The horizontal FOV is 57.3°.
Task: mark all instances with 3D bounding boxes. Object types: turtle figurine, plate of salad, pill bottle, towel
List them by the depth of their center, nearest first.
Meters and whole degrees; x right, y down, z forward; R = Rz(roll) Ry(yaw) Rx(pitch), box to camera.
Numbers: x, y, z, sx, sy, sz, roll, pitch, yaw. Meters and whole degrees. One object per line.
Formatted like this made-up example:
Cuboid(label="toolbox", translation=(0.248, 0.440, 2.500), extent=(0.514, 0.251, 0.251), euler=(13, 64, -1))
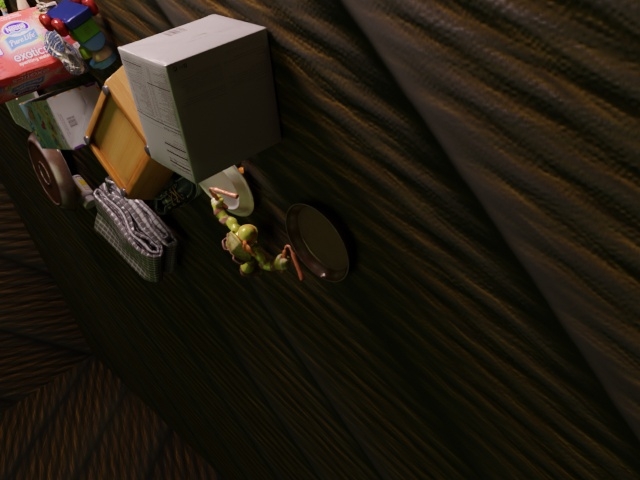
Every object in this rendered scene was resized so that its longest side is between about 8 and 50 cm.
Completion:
Cuboid(label="turtle figurine", translation=(-0.151, 0.019, 1.241), extent=(0.269, 0.087, 0.217), euler=(41, 161, 5))
Cuboid(label="plate of salad", translation=(-0.209, -0.136, 1.247), extent=(0.200, 0.048, 0.199), euler=(33, 151, 21))
Cuboid(label="towel", translation=(-0.537, -0.024, 1.685), extent=(0.283, 0.121, 0.235), euler=(45, 155, 7))
Cuboid(label="pill bottle", translation=(-0.831, -0.168, 2.042), extent=(0.116, 0.065, 0.065), euler=(48, 148, 13))

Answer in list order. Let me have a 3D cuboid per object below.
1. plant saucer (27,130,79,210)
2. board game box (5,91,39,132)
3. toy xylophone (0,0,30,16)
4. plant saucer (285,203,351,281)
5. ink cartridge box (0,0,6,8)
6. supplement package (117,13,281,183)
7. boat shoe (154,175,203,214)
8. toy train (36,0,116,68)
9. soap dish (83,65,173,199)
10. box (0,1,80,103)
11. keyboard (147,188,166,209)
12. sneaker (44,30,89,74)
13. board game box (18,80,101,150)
Cuboid(label="plant saucer", translation=(-0.927, -0.236, 2.012), extent=(0.311, 0.050, 0.310), euler=(33, 137, 37))
Cuboid(label="board game box", translation=(-1.013, -0.542, 1.958), extent=(0.390, 0.050, 0.389), euler=(25, 138, 39))
Cuboid(label="toy xylophone", translation=(-0.821, -0.680, 1.492), extent=(0.236, 0.081, 0.322), euler=(28, 137, 61))
Cuboid(label="plant saucer", translation=(0.000, 0.000, 1.106), extent=(0.168, 0.029, 0.168), euler=(33, 142, 31))
Cuboid(label="ink cartridge box", translation=(-1.061, -0.770, 1.697), extent=(0.171, 0.168, 0.232), euler=(2, 120, 52))
Cuboid(label="supplement package", translation=(-0.194, -0.242, 0.985), extent=(0.149, 0.194, 0.203), euler=(29, 139, 37))
Cuboid(label="boat shoe", translation=(-0.345, -0.111, 1.418), extent=(0.065, 0.083, 0.183), euler=(56, 149, 0))
Cuboid(label="toy train", translation=(-0.582, -0.496, 1.389), extent=(0.248, 0.105, 0.143), euler=(31, 158, 42))
Cuboid(label="soap dish", translation=(-0.424, -0.238, 1.348), extent=(0.228, 0.118, 0.291), euler=(55, 141, 1))
Cuboid(label="box", translation=(-0.766, -0.457, 1.461), extent=(0.154, 0.300, 0.142), euler=(58, 148, -5))
Cuboid(label="keyboard", translation=(-0.485, -0.172, 1.605), extent=(0.317, 0.033, 0.201), euler=(-14, 105, 58))
Cuboid(label="sneaker", translation=(-0.620, -0.458, 1.435), extent=(0.052, 0.058, 0.135), euler=(-38, 89, 19))
Cuboid(label="board game box", translation=(-0.703, -0.344, 1.632), extent=(0.275, 0.142, 0.144), euler=(12, 128, 48))
